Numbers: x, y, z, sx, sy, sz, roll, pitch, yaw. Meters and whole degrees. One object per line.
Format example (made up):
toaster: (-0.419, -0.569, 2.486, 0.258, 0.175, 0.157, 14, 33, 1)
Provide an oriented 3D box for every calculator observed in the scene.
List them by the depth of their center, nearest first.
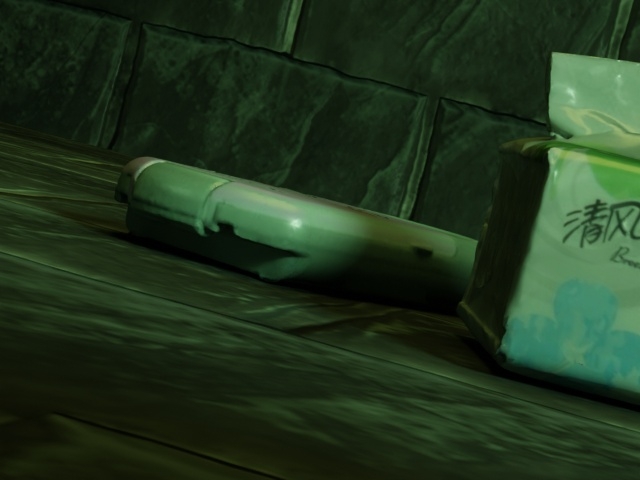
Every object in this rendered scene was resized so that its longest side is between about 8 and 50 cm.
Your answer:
calculator: (0.000, 0.000, 0.836, 0.141, 0.045, 0.246, 17, 3, 42)

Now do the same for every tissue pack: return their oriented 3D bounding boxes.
tissue pack: (0.191, 0.005, 0.651, 0.229, 0.145, 0.159, 14, 3, -1)
